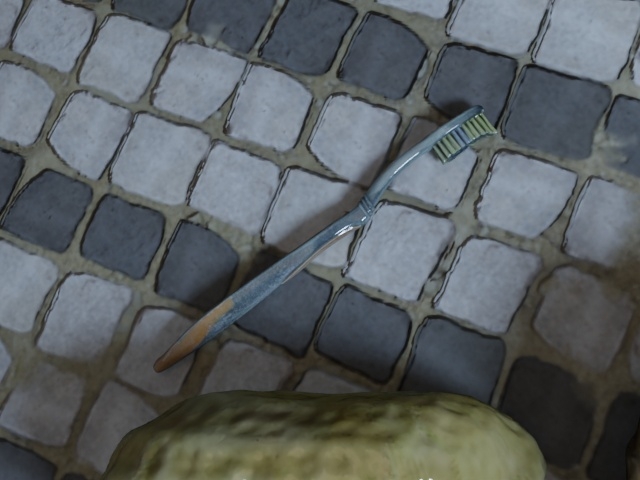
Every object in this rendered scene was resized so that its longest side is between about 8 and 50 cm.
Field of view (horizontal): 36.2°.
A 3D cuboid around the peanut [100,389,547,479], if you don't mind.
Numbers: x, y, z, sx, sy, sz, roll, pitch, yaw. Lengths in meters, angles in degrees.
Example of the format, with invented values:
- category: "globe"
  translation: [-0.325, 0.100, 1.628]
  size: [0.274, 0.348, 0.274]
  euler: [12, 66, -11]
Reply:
- category: "peanut"
  translation: [-0.001, 0.191, 0.746]
  size: [0.340, 0.174, 0.158]
  euler: [-5, 62, 13]

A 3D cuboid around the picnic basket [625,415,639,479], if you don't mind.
- category: "picnic basket"
  translation: [0.367, 0.166, 0.609]
  size: [0.337, 0.337, 0.293]
  euler: [6, 75, 13]

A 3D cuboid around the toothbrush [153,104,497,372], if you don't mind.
- category: "toothbrush"
  translation: [0.000, 0.000, 0.875]
  size: [0.375, 0.028, 0.037]
  euler: [-37, 79, 0]
